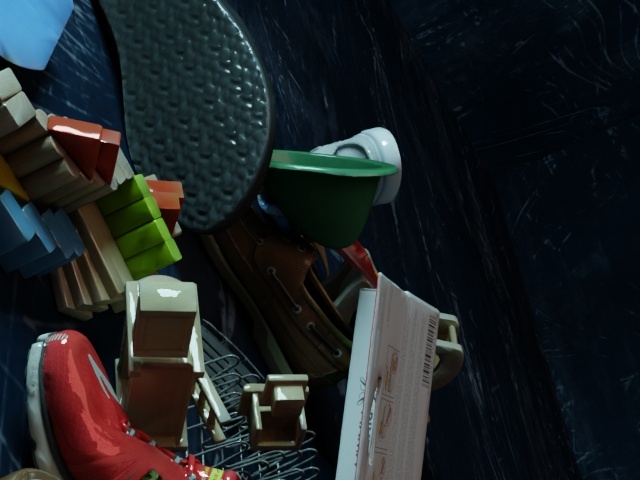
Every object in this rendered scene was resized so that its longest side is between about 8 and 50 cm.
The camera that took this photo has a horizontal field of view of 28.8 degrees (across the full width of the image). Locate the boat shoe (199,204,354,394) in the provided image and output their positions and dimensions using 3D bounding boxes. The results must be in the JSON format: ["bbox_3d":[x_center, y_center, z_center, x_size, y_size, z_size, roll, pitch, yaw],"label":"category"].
[{"bbox_3d":[-0.049,0.028,1.425,0.307,0.104,0.110,62,16,-11],"label":"boat shoe"}]

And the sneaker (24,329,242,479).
[{"bbox_3d":[-0.120,0.182,0.924,0.279,0.118,0.107,64,15,-6],"label":"sneaker"}]

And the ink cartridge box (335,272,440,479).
[{"bbox_3d":[0.055,0.198,1.344,0.261,0.066,0.296,34,61,-67],"label":"ink cartridge box"}]

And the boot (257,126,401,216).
[{"bbox_3d":[0.003,-0.071,1.542,0.258,0.123,0.095,152,-75,-69],"label":"boot"}]

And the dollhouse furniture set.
[{"bbox_3d":[-0.077,0.078,1.003,0.182,0.161,0.101,107,-21,-45],"label":"dollhouse furniture set"}]

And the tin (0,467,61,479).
[{"bbox_3d":[-0.177,0.239,0.808,0.106,0.040,0.189,28,40,-59],"label":"tin"}]

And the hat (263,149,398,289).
[{"bbox_3d":[0.000,0.000,1.390,0.173,0.209,0.183,-123,-142,-78],"label":"hat"}]

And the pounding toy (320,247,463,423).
[{"bbox_3d":[0.105,0.153,1.660,0.269,0.154,0.155,56,17,-29],"label":"pounding toy"}]

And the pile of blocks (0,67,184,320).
[{"bbox_3d":[-0.192,-0.030,1.021,0.362,0.113,0.149,30,38,-64],"label":"pile of blocks"}]

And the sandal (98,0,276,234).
[{"bbox_3d":[-0.142,-0.208,1.357,0.107,0.168,0.445,27,40,-60],"label":"sandal"}]

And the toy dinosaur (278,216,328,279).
[{"bbox_3d":[-0.017,-0.016,1.706,0.183,0.053,0.092,62,14,-12],"label":"toy dinosaur"}]

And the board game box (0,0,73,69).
[{"bbox_3d":[-0.292,-0.226,1.132,0.133,0.033,0.168,49,34,-33],"label":"board game box"}]

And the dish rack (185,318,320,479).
[{"bbox_3d":[-0.061,0.201,1.182,0.208,0.074,0.271,52,20,-42],"label":"dish rack"}]
